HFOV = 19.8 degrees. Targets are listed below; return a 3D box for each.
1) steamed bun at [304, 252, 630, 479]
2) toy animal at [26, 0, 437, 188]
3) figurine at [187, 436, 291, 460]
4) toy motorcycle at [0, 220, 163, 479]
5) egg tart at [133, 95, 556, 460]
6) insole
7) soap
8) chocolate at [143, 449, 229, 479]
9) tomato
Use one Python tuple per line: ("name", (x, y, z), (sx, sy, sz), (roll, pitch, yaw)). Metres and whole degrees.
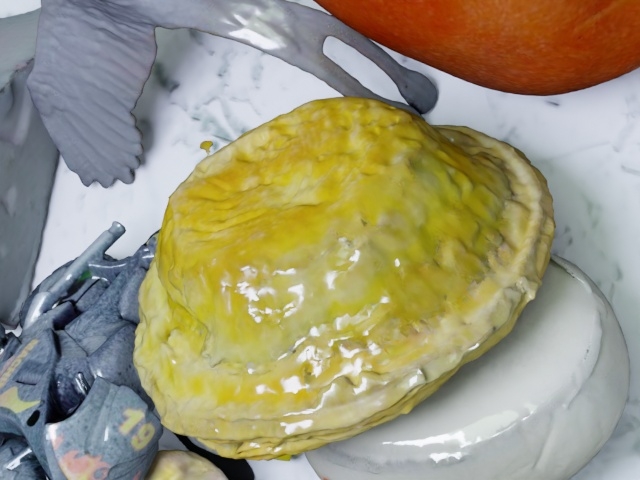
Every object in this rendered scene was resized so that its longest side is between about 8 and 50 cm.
("steamed bun", (0.099, 0.108, 1.233), (0.228, 0.131, 0.177), (-22, 46, 8))
("toy animal", (-0.102, -0.159, 1.305), (0.284, 0.302, 0.225), (14, 79, 30))
("figurine", (-0.045, 0.072, 1.332), (0.129, 0.109, 0.178), (16, 77, 43))
("toy motorcycle", (-0.174, 0.105, 1.306), (0.173, 0.108, 0.307), (-17, 35, 27))
("egg tart", (0.000, 0.000, 1.202), (0.319, 0.128, 0.319), (-17, 35, 12))
("insole", (-0.090, 0.139, 1.376), (0.045, 0.002, 0.135), (-39, 66, 9))
("soap", (-0.316, -0.086, 1.386), (0.159, 0.258, 0.302), (3, 77, 24))
("chocolate", (-0.091, 0.301, 1.268), (0.134, 0.134, 0.309), (-14, 75, 18))
("tomato", (0.124, -0.268, 1.251), (0.341, 0.273, 0.341), (3, 74, -11))
